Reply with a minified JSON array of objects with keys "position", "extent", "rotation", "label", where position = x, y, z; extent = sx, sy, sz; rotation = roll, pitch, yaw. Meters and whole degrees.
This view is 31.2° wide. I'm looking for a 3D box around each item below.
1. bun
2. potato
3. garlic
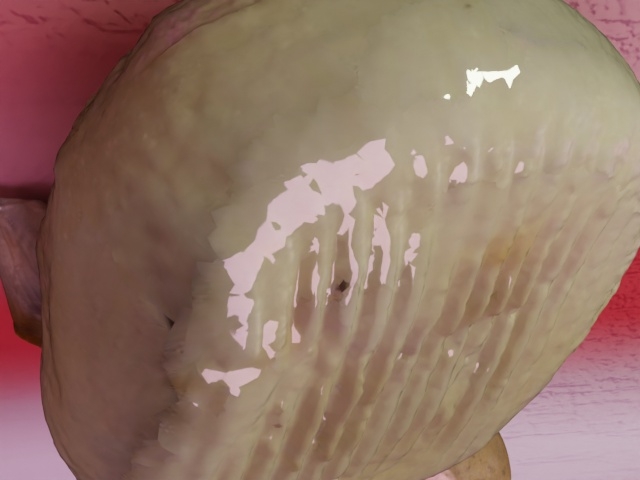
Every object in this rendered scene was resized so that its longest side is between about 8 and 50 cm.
[{"position":[0.000,0.000,0.626],"extent":[0.361,0.213,0.361],"rotation":[-23,144,-18],"label":"bun"},{"position":[0.110,0.198,1.012],"extent":[0.112,0.112,0.147],"rotation":[-36,132,25],"label":"potato"},{"position":[-0.161,0.026,0.711],"extent":[0.084,0.066,0.152],"rotation":[-9,145,-7],"label":"garlic"}]
